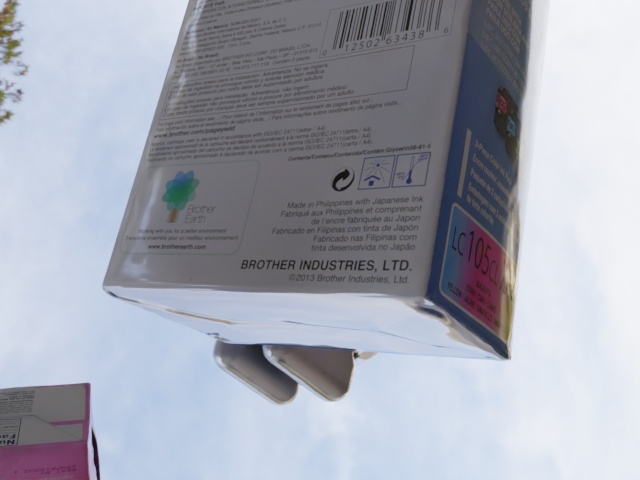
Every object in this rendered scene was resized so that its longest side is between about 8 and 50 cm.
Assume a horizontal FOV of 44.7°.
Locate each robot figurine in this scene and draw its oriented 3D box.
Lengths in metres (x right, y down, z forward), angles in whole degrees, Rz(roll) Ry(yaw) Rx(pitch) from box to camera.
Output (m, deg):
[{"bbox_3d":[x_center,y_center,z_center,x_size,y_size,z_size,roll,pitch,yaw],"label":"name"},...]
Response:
[{"bbox_3d":[0.000,0.000,0.862,0.200,0.299,0.354,46,-133,-38],"label":"robot figurine"}]

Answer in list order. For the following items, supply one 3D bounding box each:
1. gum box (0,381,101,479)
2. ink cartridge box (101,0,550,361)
[{"bbox_3d":[-0.216,0.148,0.447,0.188,0.062,0.107,-2,-66,-14],"label":"gum box"},{"bbox_3d":[0.023,-0.121,0.607,0.151,0.270,0.396,35,-119,-52],"label":"ink cartridge box"}]
